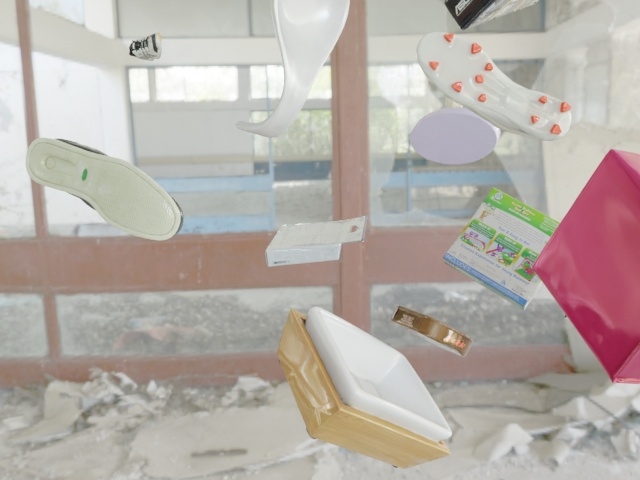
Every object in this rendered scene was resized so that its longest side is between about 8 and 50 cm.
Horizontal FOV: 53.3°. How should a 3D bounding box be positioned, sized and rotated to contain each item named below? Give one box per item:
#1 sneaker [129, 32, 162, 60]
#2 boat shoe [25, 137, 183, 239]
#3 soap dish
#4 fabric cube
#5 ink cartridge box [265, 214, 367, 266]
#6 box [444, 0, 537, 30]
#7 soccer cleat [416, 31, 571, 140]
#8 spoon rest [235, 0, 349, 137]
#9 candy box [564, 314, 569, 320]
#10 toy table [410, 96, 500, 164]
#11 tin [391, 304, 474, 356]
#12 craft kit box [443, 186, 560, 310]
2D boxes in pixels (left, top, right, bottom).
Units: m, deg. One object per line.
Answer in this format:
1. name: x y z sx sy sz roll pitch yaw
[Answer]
1. sneaker: -0.243 -0.266 0.882 0.037 0.031 0.083 -1 -1 -29
2. boat shoe: -0.271 -0.072 0.840 0.233 0.084 0.079 26 8 14
3. soap dish: 0.068 0.254 1.076 0.291 0.118 0.229 32 17 -38
4. fabric cube: 0.546 0.047 0.994 0.259 0.254 0.258 8 35 -21
5. ink cartridge box: 0.000 0.000 1.505 0.224 0.045 0.223 -6 15 9
6. box: 0.502 -0.648 1.402 0.318 0.097 0.395 -28 -7 -32
7. soccer cleat: 0.189 -0.166 0.721 0.196 0.068 0.076 28 -2 -6
8. spoon rest: -0.036 -0.276 0.924 0.137 0.276 0.084 8 20 -44
9. candy box: 0.634 0.132 1.359 0.165 0.196 0.070 32 56 27
10. toy table: 0.402 -0.331 1.808 0.274 0.252 0.161 6 49 39
11. tin: 0.196 0.161 1.140 0.106 0.040 0.190 26 -5 -19
12. craft kit box: 0.498 0.018 1.697 0.250 0.246 0.061 34 -6 25
